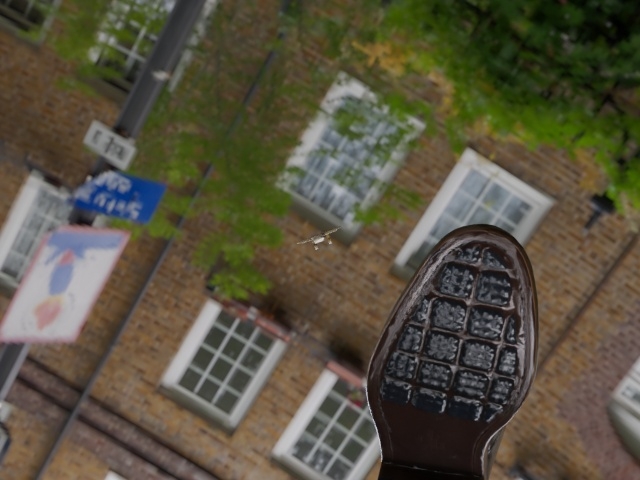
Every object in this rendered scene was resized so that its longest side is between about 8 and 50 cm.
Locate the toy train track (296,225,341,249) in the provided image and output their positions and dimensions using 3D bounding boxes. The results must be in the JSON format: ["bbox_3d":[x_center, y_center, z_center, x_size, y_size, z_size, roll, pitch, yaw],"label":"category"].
[{"bbox_3d":[0.000,0.000,1.115,0.083,0.048,0.014,-21,-90,-88],"label":"toy train track"}]

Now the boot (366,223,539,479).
[{"bbox_3d":[0.072,0.062,0.597,0.082,0.219,0.106,13,-144,8],"label":"boot"}]
